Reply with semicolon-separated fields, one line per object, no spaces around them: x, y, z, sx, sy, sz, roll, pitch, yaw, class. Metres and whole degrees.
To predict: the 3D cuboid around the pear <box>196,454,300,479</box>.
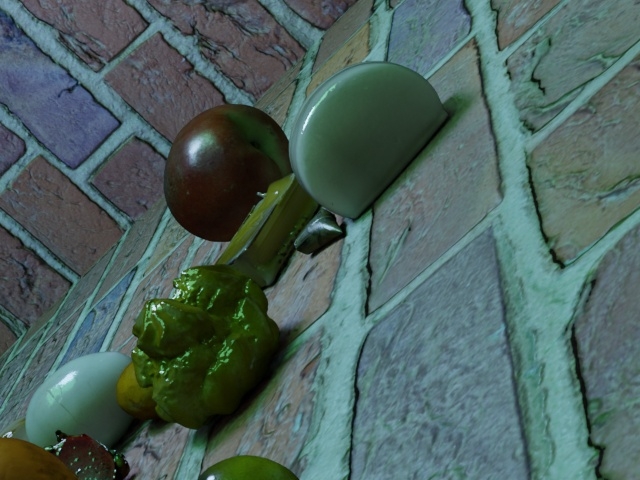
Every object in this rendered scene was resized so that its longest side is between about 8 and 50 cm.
-0.082;0.265;1.199;0.141;0.104;0.141;-44;9;9;pear

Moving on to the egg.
-0.369;0.261;1.989;0.209;0.151;0.151;-47;13;1;egg

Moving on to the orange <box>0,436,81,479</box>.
-0.411;0.381;1.603;0.261;0.261;0.261;-44;14;14;orange

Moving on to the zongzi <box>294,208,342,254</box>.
0.000;0.000;1.860;0.076;0.040;0.083;-52;30;11;zongzi

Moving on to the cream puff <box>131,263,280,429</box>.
-0.156;0.131;1.659;0.194;0.194;0.221;-26;28;57;cream puff

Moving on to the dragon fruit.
-0.342;0.335;1.807;0.138;0.142;0.175;-10;-15;-11;dragon fruit

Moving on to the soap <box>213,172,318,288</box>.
-0.093;-0.003;2.055;0.135;0.076;0.233;-36;19;45;soap

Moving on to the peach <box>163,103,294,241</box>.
-0.173;-0.121;2.318;0.252;0.252;0.252;-44;14;14;peach

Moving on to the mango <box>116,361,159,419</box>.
-0.246;0.218;1.884;0.115;0.089;0.165;-40;15;-12;mango

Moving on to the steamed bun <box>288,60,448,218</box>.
0.054;-0.165;1.871;0.242;0.164;0.146;-48;12;1;steamed bun

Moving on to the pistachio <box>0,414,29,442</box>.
-0.494;0.381;2.063;0.215;0.144;0.144;-59;17;-23;pistachio
